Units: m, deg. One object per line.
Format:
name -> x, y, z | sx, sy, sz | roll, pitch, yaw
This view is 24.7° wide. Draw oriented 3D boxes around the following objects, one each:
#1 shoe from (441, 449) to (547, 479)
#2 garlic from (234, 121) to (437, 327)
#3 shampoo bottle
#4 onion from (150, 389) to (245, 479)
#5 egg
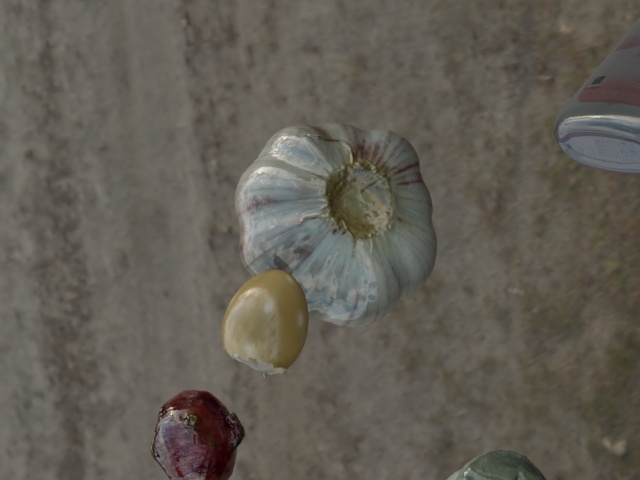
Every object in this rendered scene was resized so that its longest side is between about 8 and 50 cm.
shoe -> 0.213, 0.402, 1.616 | 0.210, 0.132, 0.342 | 140, 112, -73
garlic -> 0.000, 0.000, 1.711 | 0.245, 0.245, 0.253 | 61, 149, 9
shampoo bottle -> 0.195, -0.100, 0.773 | 0.080, 0.165, 0.040 | 11, 140, 46
onion -> -0.122, 0.202, 1.479 | 0.097, 0.107, 0.107 | -19, 91, 21
egg -> -0.049, 0.075, 1.351 | 0.080, 0.080, 0.096 | 6, 73, 43
